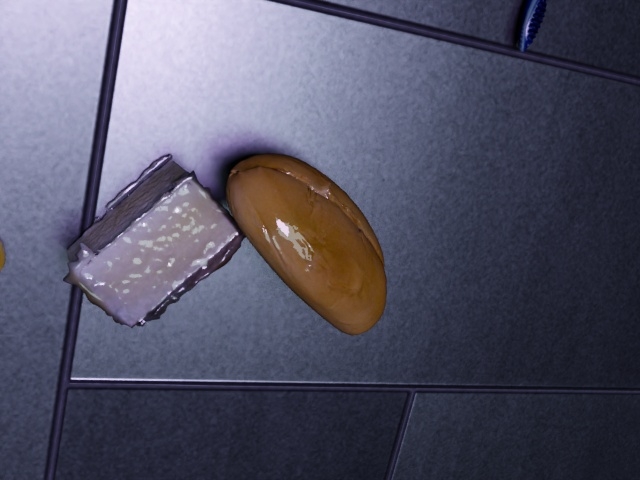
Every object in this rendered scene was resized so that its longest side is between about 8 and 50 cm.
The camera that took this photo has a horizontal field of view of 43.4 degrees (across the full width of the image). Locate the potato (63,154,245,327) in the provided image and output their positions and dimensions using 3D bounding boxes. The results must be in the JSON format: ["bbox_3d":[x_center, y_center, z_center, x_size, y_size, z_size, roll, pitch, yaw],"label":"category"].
[{"bbox_3d":[-0.129,0.001,0.609,0.122,0.061,0.086,-40,120,-2],"label":"potato"}]

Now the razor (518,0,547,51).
[{"bbox_3d":[0.201,-0.235,0.680,0.028,0.044,0.154,28,101,1],"label":"razor"}]

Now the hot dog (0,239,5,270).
[{"bbox_3d":[-0.271,0.016,0.568,0.090,0.034,0.030,-2,110,-22],"label":"hot dog"}]

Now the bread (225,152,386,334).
[{"bbox_3d":[0.000,0.000,0.634,0.077,0.114,0.189,-37,125,11],"label":"bread"}]
